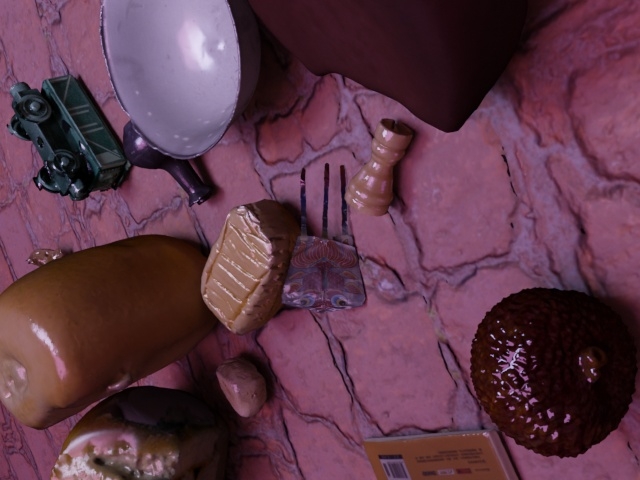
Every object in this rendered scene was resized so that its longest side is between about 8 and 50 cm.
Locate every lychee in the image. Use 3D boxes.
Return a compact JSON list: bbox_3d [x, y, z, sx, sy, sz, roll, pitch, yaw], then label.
[{"bbox_3d":[0.256,0.142,0.775,0.194,0.194,0.195,18,118,37],"label":"lychee"}]

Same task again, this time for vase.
[{"bbox_3d":[-0.254,-0.140,1.189,0.120,0.120,0.183,-29,102,45],"label":"vase"}]

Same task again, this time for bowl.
[{"bbox_3d":[-0.178,-0.288,1.023,0.313,0.146,0.314,16,116,36],"label":"bowl"}]

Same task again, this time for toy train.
[{"bbox_3d":[-0.505,-0.198,1.357,0.269,0.154,0.115,55,133,10],"label":"toy train"}]

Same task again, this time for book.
[{"bbox_3d":[0.227,0.468,1.036,0.269,0.032,0.389,-21,91,47],"label":"book"}]

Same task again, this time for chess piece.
[{"bbox_3d":[0.079,-0.099,0.923,0.066,0.066,0.122,35,123,28],"label":"chess piece"}]

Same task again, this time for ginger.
[{"bbox_3d":[-0.554,0.140,1.591,0.334,0.081,0.148,52,129,13],"label":"ginger"}]

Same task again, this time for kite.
[{"bbox_3d":[0.000,0.001,1.024,0.127,0.016,0.230,-4,103,-3],"label":"kite"}]

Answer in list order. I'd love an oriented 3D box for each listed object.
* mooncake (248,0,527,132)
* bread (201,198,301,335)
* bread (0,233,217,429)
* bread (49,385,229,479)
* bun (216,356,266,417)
[{"bbox_3d":[0.071,-0.272,0.738,0.334,0.174,0.326,42,167,-24],"label":"mooncake"},{"bbox_3d":[-0.105,0.042,1.117,0.140,0.106,0.236,46,132,21],"label":"bread"},{"bbox_3d":[-0.383,0.140,1.222,0.348,0.376,0.253,-28,87,46],"label":"bread"},{"bbox_3d":[-0.313,0.419,1.347,0.239,0.395,0.264,20,96,16],"label":"bread"},{"bbox_3d":[-0.140,0.264,1.267,0.115,0.069,0.115,45,151,34],"label":"bun"}]
